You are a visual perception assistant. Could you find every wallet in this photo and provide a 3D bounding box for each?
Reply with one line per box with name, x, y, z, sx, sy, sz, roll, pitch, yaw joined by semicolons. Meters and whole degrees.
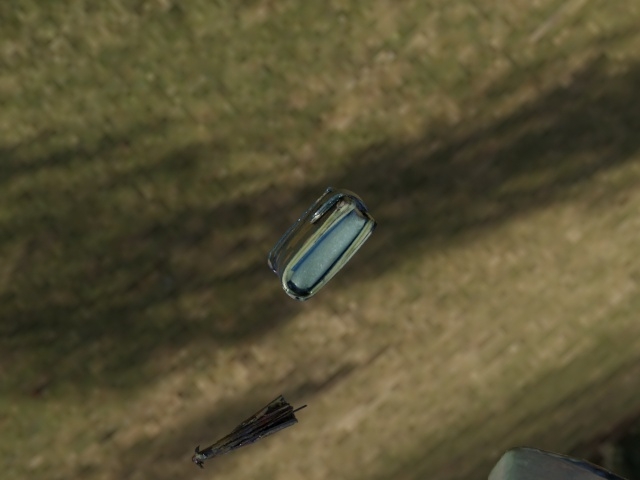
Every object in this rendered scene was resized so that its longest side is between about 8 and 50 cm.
wallet;-0.001;-0.001;2.329;0.141;0.059;0.202;-47;-173;1

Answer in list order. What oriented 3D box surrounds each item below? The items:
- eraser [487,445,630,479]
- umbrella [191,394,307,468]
eraser;0.245;0.354;1.989;0.104;0.189;0.290;-55;-171;38
umbrella;-0.044;0.120;1.212;0.083;0.020;0.031;-30;177;-25
